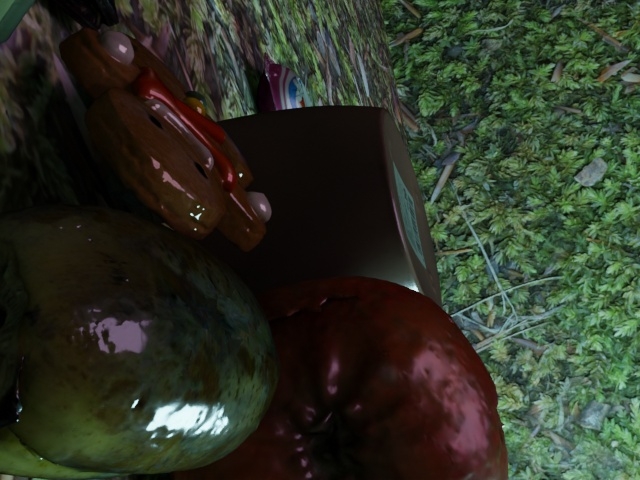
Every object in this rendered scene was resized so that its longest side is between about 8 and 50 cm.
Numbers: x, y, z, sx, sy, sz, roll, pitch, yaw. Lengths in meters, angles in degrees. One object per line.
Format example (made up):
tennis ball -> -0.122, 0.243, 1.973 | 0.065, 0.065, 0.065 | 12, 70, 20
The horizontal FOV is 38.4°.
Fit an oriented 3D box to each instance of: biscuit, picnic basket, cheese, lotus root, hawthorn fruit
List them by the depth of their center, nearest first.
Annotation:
lotus root -> -0.118, 0.062, 0.550 | 0.275, 0.152, 0.160 | 39, 34, -70
biscuit -> -0.109, -0.082, 0.703 | 0.205, 0.049, 0.324 | 49, 9, -11
picnic basket -> -0.142, -0.043, 0.773 | 0.083, 0.065, 0.083 | 15, 55, -51
hawthorn fruit -> 0.005, 0.160, 0.789 | 0.307, 0.276, 0.275 | -169, -116, -82
cheese -> -0.036, -0.158, 1.327 | 0.155, 0.062, 0.244 | -90, 162, -52

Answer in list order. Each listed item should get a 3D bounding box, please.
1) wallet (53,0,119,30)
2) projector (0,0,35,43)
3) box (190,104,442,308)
wallet -> -0.230, -0.311, 0.686 | 0.262, 0.072, 0.220 | 53, 21, -66
projector -> -0.213, -0.243, 0.462 | 0.194, 0.088, 0.269 | 22, 58, -30
box -> 0.000, 0.000, 0.982 | 0.301, 0.216, 0.300 | -13, 90, -79
